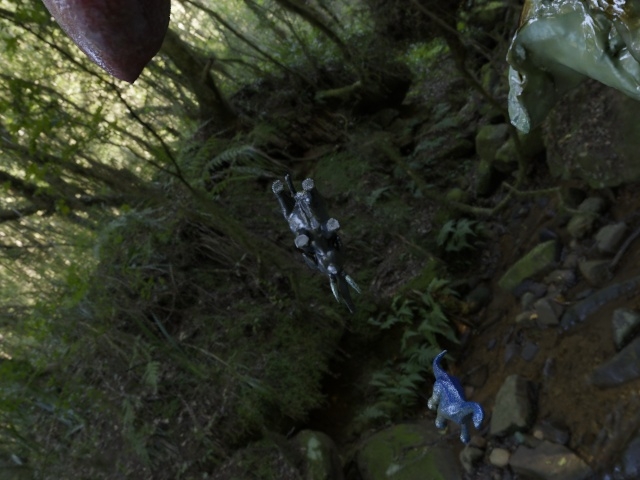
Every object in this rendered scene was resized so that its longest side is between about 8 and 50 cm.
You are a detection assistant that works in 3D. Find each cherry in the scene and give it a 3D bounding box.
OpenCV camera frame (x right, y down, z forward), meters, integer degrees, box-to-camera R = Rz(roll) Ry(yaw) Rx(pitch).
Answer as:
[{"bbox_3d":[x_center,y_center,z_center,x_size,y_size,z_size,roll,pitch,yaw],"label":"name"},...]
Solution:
[{"bbox_3d":[-0.301,-0.352,0.659,0.192,0.175,0.249,-146,45,-70],"label":"cherry"}]

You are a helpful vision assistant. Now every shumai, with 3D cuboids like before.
[{"bbox_3d":[0.411,-0.318,0.689,0.330,0.292,0.288,-59,6,-21],"label":"shumai"}]

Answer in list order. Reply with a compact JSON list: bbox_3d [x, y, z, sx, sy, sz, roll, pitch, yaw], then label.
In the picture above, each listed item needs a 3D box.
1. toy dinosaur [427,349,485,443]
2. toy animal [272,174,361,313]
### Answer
[{"bbox_3d":[0.260,0.279,0.895,0.247,0.075,0.188,-86,-2,-49],"label":"toy dinosaur"},{"bbox_3d":[0.000,0.000,0.812,0.082,0.269,0.137,-27,-14,0],"label":"toy animal"}]
